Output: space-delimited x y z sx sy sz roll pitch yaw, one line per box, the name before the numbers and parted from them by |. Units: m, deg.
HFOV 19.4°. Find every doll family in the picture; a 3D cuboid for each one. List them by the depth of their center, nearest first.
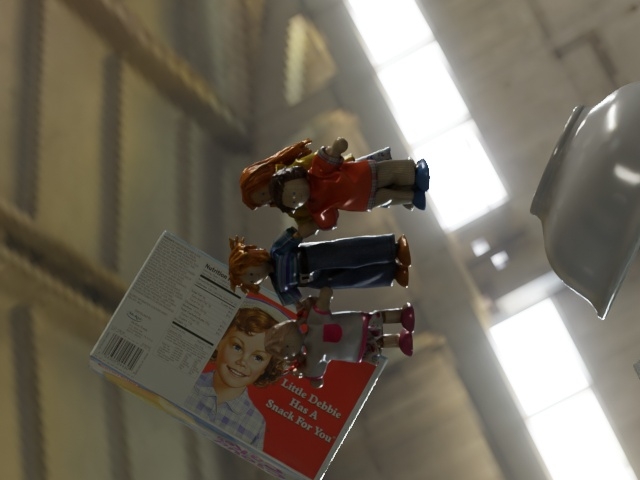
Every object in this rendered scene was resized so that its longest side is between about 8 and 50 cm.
doll family | 0.000 0.000 1.673 0.118 0.163 0.263 -104 14 -54

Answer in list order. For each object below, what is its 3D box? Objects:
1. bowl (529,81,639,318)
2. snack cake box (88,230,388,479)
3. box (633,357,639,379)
bowl | 0.332 -0.068 2.170 0.134 0.298 0.298 24 -171 10
snack cake box | -0.085 0.125 1.899 0.264 0.152 0.089 30 164 0
box | 0.446 0.152 1.903 0.119 0.181 0.182 21 -146 -39
